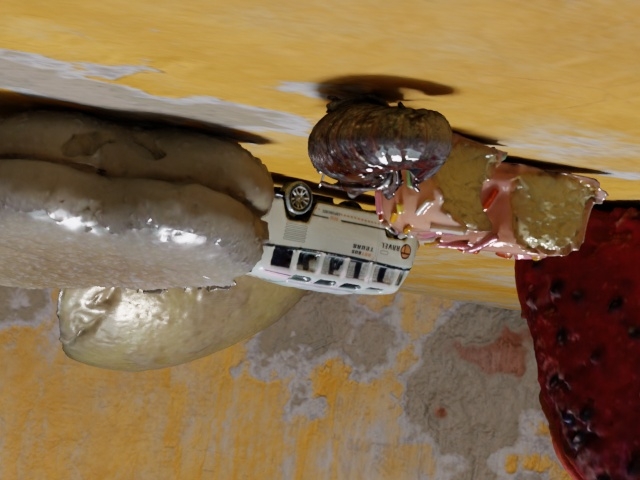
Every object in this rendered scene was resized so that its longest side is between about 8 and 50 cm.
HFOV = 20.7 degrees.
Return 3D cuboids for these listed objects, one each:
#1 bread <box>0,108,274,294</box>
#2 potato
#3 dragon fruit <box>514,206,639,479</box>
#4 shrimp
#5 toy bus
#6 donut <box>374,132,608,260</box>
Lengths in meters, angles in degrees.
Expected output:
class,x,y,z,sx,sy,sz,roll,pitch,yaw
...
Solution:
class,x,y,z,sx,sy,sz,roll,pitch,yaw
bread,-0.199,-0.032,1.288,0.337,0.102,0.183,-4,158,42
potato,-0.124,0.049,1.774,0.264,0.189,0.211,9,176,-2
dragon fruit,0.314,0.114,1.379,0.329,0.286,0.228,0,179,-37
shrimp,0.024,-0.051,0.963,0.065,0.057,0.165,3,180,-11
toy bus,0.000,0.000,1.532,0.194,0.089,0.087,10,176,-38
donut,0.090,-0.026,1.116,0.166,0.065,0.117,14,173,-41
